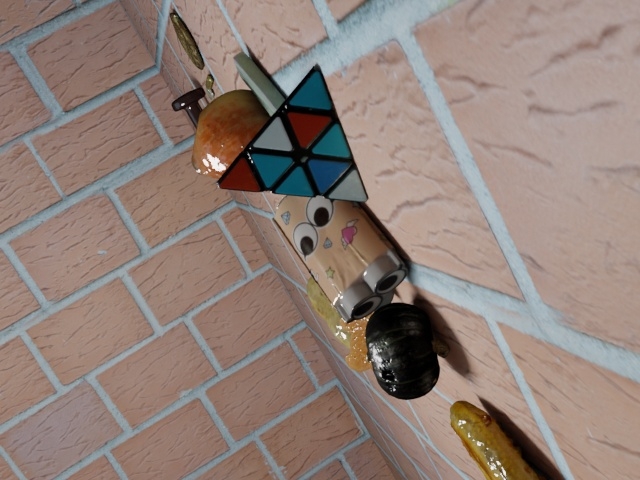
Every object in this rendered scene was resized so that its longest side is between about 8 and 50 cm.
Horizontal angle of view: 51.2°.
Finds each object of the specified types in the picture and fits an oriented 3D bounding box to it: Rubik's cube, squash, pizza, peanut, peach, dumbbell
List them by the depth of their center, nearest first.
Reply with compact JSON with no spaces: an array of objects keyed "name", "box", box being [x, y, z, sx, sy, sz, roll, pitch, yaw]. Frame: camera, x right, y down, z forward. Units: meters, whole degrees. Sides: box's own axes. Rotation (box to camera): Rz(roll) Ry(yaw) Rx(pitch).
[{"name":"Rubik's cube","box":[-0.022,-0.123,1.203,0.234,0.250,0.284,41,168,-10]},{"name":"pizza","box":[0.351,0.433,1.210,0.335,0.086,0.226,51,172,45]},{"name":"squash","box":[0.162,0.213,1.302,0.193,0.156,0.193,52,-169,-15]},{"name":"peach","box":[-0.190,-0.223,1.512,0.232,0.233,0.232,56,170,15]},{"name":"peanut","box":[0.063,0.190,1.804,0.290,0.130,0.130,50,167,42]},{"name":"dumbbell","box":[-0.430,-0.426,2.401,0.225,0.124,0.140,61,170,-14]}]

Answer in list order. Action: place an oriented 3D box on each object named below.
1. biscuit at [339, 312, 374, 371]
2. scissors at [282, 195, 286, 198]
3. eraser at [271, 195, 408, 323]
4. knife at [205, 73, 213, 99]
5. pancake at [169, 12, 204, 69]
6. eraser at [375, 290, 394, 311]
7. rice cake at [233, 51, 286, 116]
[{"name":"biscuit","box":[0.126,0.226,1.644,0.166,0.036,0.249,10,121,30]},{"name":"scissors","box":[-0.100,-0.109,2.036,0.058,0.014,0.119,51,172,17]},{"name":"eraser","box":[0.036,-0.001,1.313,0.087,0.171,0.290,6,-140,-51]},{"name":"knife","box":[-0.360,-0.489,2.173,0.047,0.017,0.298,54,171,-8]},{"name":"pancake","box":[-0.411,-0.610,2.048,0.199,0.021,0.199,57,170,15]},{"name":"eraser","box":[0.064,0.048,1.490,0.174,0.081,0.227,63,169,-24]},{"name":"rice cake","box":[-0.112,-0.307,1.413,0.221,0.042,0.080,53,173,26]}]
